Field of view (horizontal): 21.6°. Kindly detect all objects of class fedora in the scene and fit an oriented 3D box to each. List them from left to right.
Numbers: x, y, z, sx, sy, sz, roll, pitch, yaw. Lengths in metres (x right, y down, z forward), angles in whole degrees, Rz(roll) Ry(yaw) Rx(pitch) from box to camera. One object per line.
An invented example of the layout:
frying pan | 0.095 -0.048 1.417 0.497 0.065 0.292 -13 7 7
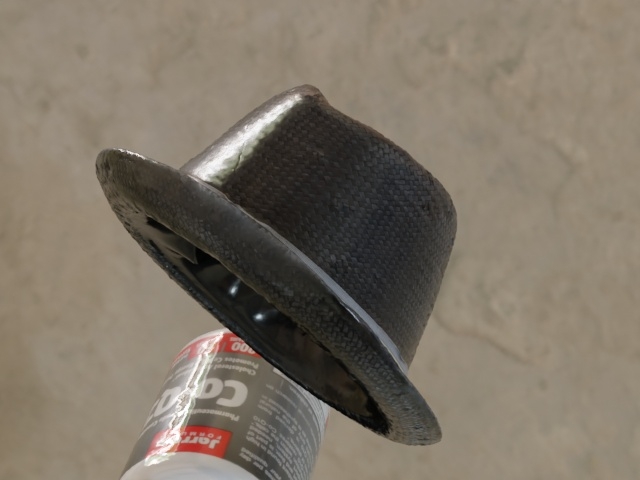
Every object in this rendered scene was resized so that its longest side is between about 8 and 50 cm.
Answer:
fedora | 0.000 0.000 1.170 0.334 0.334 0.152 35 79 23

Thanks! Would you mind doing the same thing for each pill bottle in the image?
pill bottle | -0.093 0.216 1.479 0.161 0.161 0.283 -3 30 14
